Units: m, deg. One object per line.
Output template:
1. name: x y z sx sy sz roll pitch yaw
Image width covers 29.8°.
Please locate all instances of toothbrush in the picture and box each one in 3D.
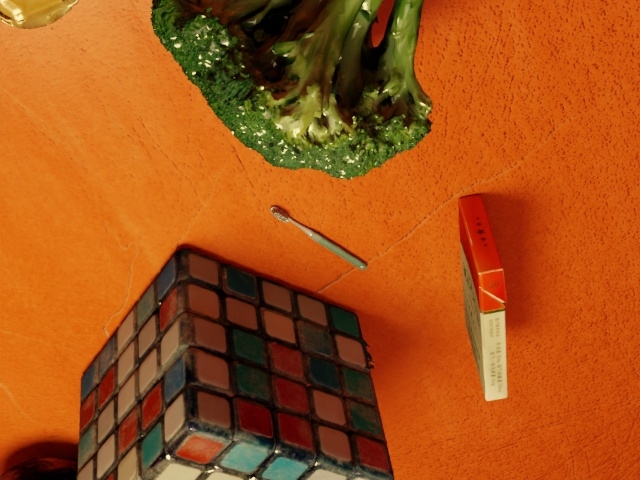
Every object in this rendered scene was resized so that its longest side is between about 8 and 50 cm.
1. toothbrush: 0.000 0.000 1.495 0.167 0.014 0.011 32 112 -34

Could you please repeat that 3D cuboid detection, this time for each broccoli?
1. broccoli: -0.015 -0.191 1.156 0.294 0.265 0.245 27 111 -3

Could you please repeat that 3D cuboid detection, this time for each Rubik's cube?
1. Rubik's cube: -0.118 0.234 1.508 0.286 0.292 0.293 22 127 -27

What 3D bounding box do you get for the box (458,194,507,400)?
1. box: 0.206 0.076 1.521 0.035 0.139 0.245 -9 133 0

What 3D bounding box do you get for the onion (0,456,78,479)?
1. onion: -0.365 0.417 1.693 0.280 0.221 0.281 -13 117 -28

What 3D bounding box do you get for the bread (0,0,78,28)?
1. bread: -0.289 -0.294 1.101 0.132 0.114 0.190 -24 125 25
